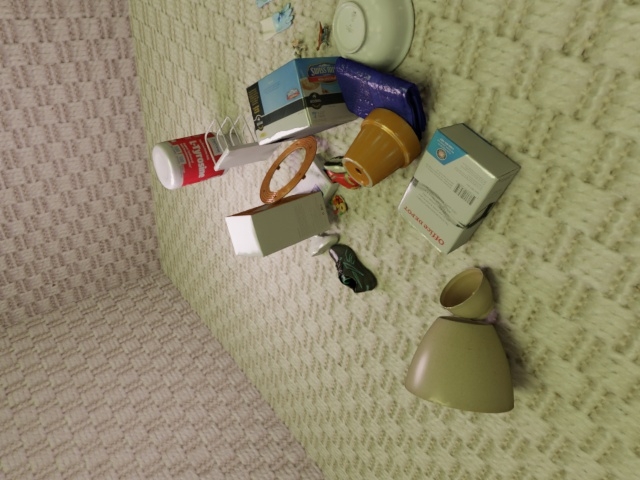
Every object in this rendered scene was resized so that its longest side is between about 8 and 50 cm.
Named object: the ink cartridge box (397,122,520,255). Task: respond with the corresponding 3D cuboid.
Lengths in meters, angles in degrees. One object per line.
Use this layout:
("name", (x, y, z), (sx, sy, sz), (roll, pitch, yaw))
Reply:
("ink cartridge box", (0.390, -0.147, 1.320), (0.223, 0.129, 0.308), (48, 141, 25))

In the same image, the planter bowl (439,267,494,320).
("planter bowl", (0.469, 0.179, 1.396), (0.109, 0.162, 0.162), (43, 148, -13))

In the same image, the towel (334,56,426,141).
("towel", (0.190, -0.449, 1.407), (0.308, 0.076, 0.228), (36, 166, 34))

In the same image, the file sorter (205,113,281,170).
("file sorter", (-0.351, -0.453, 2.010), (0.193, 0.277, 0.173), (-33, 80, 55))

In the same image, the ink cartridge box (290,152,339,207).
("ink cartridge box", (-0.039, -0.198, 1.921), (0.165, 0.065, 0.333), (54, 142, 17))

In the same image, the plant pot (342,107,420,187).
("plant pot", (0.176, -0.274, 1.415), (0.205, 0.188, 0.205), (41, 168, 10))

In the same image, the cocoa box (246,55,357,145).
("cocoa box", (-0.077, -0.506, 1.650), (0.347, 0.231, 0.228), (-2, 104, 53))

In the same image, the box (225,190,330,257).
("box", (-0.168, -0.069, 1.809), (0.215, 0.345, 0.168), (0, 109, 51))

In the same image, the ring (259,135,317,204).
("ring", (-0.129, -0.284, 1.831), (0.032, 0.337, 0.336), (37, 159, -31))

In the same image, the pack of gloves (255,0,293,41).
("pack of gloves", (-0.195, -0.911, 1.749), (0.232, 0.046, 0.195), (3, 112, 52))

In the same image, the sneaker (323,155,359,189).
("sneaker", (0.131, -0.241, 1.666), (0.279, 0.107, 0.118), (24, 145, 48))

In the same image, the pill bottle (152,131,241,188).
("pill bottle", (-0.603, -0.414, 2.251), (0.229, 0.407, 0.229), (30, 132, 41))

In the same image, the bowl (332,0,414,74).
("bowl", (0.131, -0.655, 1.380), (0.297, 0.134, 0.298), (30, 132, 41))

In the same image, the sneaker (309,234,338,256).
("sneaker", (0.000, 0.000, 1.978), (0.212, 0.080, 0.094), (-34, 69, 56))

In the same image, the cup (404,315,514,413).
("cup", (0.443, 0.370, 1.419), (0.331, 0.331, 0.237), (4, 87, 52))

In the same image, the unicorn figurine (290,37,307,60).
("unicorn figurine", (-0.095, -0.688, 1.738), (0.111, 0.060, 0.162), (22, 109, 47))

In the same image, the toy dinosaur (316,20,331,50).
("toy dinosaur", (-0.001, -0.715, 1.584), (0.082, 0.090, 0.047), (-54, 43, 16))

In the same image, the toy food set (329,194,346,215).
("toy food set", (0.073, -0.144, 1.839), (0.083, 0.020, 0.082), (61, 145, 8))

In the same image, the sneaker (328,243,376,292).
("sneaker", (0.111, 0.114, 1.860), (0.267, 0.106, 0.101), (44, 141, 31))
